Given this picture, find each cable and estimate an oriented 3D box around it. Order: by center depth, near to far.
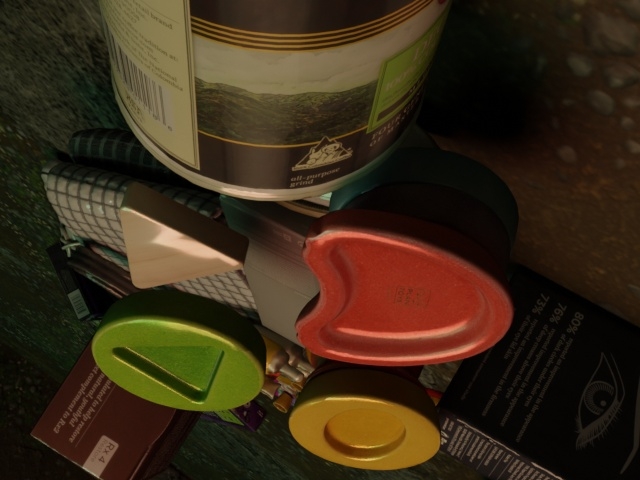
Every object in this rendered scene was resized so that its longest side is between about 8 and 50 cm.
[{"bbox_3d":[-0.132,0.081,1.045,0.287,0.072,0.139,34,174,8],"label":"cable"}]

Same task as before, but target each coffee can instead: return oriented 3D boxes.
[{"bbox_3d":[-0.021,-0.170,0.487,0.201,0.201,0.275,31,157,9],"label":"coffee can"}]

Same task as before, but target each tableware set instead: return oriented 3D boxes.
[{"bbox_3d":[-0.035,0.196,1.237,0.104,0.024,0.154,32,156,8],"label":"tableware set"}]

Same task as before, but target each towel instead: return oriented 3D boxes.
[{"bbox_3d":[-0.127,-0.003,1.048,0.235,0.121,0.283,11,153,29],"label":"towel"}]

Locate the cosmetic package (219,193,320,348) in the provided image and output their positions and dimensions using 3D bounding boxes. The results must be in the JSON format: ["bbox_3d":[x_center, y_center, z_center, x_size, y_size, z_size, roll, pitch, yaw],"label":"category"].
[{"bbox_3d":[0.000,0.000,0.876,0.107,0.127,0.238,27,153,18],"label":"cosmetic package"}]

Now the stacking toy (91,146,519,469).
[{"bbox_3d":[-0.012,0.030,0.714,0.280,0.130,0.309,15,142,-5],"label":"stacking toy"}]

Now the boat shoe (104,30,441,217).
[{"bbox_3d":[-0.043,-0.113,0.735,0.302,0.113,0.103,26,157,15],"label":"boat shoe"}]

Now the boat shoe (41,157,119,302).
[{"bbox_3d":[-0.315,-0.001,1.338,0.096,0.088,0.267,20,153,32],"label":"boat shoe"}]

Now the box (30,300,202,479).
[{"bbox_3d":[-0.238,0.211,1.294,0.143,0.191,0.381,32,170,2],"label":"box"}]

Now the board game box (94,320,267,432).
[{"bbox_3d":[-0.269,0.216,1.742,0.208,0.056,0.347,-5,134,50],"label":"board game box"}]

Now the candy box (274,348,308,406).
[{"bbox_3d":[-0.080,0.138,1.307,0.233,0.071,0.159,30,156,11],"label":"candy box"}]

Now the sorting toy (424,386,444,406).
[{"bbox_3d":[0.227,0.179,0.971,0.275,0.046,0.132,18,164,-15],"label":"sorting toy"}]

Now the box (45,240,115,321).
[{"bbox_3d":[-0.337,0.062,1.419,0.116,0.029,0.162,63,-172,8],"label":"box"}]

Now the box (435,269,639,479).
[{"bbox_3d":[0.217,0.149,0.830,0.207,0.153,0.108,30,157,13],"label":"box"}]
